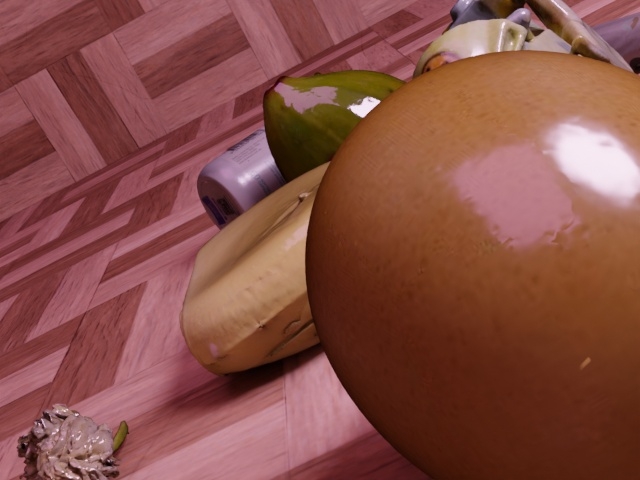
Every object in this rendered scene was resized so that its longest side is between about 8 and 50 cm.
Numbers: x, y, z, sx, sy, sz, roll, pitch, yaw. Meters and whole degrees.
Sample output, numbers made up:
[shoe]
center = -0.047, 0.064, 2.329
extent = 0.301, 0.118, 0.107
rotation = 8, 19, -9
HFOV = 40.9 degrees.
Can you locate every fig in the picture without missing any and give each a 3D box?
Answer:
[fig]
center = 0.036, -0.133, 1.059
extent = 0.203, 0.225, 0.203
rotation = -44, 20, 21

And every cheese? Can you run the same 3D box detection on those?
[cheese]
center = 0.000, 0.000, 0.885
extent = 0.316, 0.128, 0.259
rotation = -29, 24, 13

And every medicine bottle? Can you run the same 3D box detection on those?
[medicine bottle]
center = -0.058, -0.099, 1.232
extent = 0.215, 0.135, 0.135
rotation = -38, 21, -26

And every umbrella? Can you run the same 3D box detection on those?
[umbrella]
center = 0.357, -0.247, 1.132
extent = 0.073, 0.067, 0.337
rotation = -27, 13, -41

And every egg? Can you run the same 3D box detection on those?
[egg]
center = 0.122, 0.023, 0.484
extent = 0.250, 0.250, 0.322
rotation = -30, 23, -3

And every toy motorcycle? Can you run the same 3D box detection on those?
[toy motorcycle]
center = 0.205, -0.137, 0.836
extent = 0.168, 0.237, 0.410
rotation = -49, 7, 28

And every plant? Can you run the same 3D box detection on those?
[plant]
center = -0.219, 0.206, 0.804
extent = 0.122, 0.104, 0.116
rotation = -4, 35, -48
